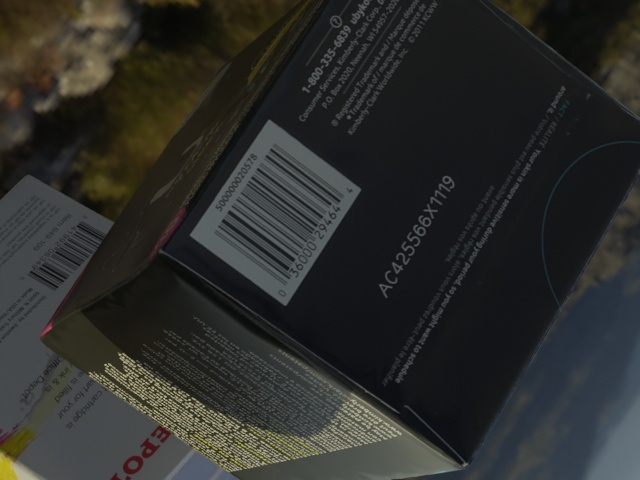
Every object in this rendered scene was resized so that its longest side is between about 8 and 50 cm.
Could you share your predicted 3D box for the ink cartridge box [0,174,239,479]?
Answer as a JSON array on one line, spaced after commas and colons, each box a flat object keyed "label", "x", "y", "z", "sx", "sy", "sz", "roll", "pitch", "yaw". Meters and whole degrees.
[{"label": "ink cartridge box", "x": -0.161, "y": 0.127, "z": 1.235, "sx": 0.198, "sy": 0.270, "sz": 0.197, "roll": -47, "pitch": 150, "yaw": -27}]

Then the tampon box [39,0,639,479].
[{"label": "tampon box", "x": 0.000, "y": 0.000, "z": 0.518, "sx": 0.120, "sy": 0.101, "sz": 0.161, "roll": -58, "pitch": -168, "yaw": -21}]
